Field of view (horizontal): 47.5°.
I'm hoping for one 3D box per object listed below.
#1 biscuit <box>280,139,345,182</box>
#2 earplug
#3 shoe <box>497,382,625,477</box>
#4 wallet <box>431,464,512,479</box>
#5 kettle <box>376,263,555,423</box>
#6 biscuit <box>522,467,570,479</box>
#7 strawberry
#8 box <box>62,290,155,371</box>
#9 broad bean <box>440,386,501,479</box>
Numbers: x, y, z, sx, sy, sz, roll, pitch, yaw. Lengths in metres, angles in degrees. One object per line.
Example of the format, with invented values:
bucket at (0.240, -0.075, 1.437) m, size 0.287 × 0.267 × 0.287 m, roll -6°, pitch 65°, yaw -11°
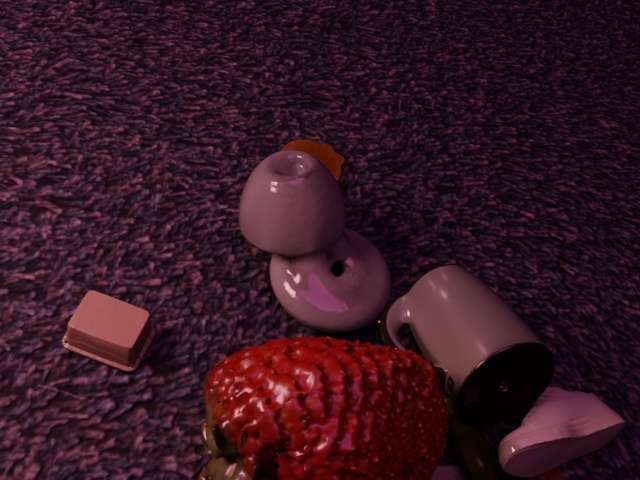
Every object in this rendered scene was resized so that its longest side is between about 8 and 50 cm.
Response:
biscuit at (-0.035, -0.114, 1.389) m, size 0.166 × 0.036 × 0.226 m, roll 24°, pitch 49°, yaw -5°
earplug at (-0.007, 0.003, 1.218) m, size 0.214 × 0.175 × 0.326 m, roll -40°, pitch 101°, yaw -37°
shoe at (0.356, 0.289, 1.141) m, size 0.264 × 0.095 × 0.110 m, roll 0°, pitch 39°, yaw -33°
wallet at (0.199, 0.434, 1.008) m, size 0.220 × 0.071 × 0.262 m, roll 3°, pitch 45°, yaw -13°
kettle at (0.209, 0.153, 1.147) m, size 0.221 × 0.161 × 0.236 m, roll -12°, pitch 38°, yaw -15°
biscuit at (0.354, 0.392, 1.112) m, size 0.119 × 0.019 × 0.130 m, roll -12°, pitch 57°, yaw -24°
strawberry at (0.015, 0.270, 0.962) m, size 0.351 × 0.267 × 0.312 m, roll -10°, pitch 94°, yaw -28°
box at (-0.317, 0.133, 1.096) m, size 0.122 × 0.062 × 0.089 m, roll 21°, pitch 50°, yaw 0°
broad bean at (0.230, 0.328, 1.066) m, size 0.060 × 0.043 × 0.298 m, roll 6°, pitch 40°, yaw -22°
